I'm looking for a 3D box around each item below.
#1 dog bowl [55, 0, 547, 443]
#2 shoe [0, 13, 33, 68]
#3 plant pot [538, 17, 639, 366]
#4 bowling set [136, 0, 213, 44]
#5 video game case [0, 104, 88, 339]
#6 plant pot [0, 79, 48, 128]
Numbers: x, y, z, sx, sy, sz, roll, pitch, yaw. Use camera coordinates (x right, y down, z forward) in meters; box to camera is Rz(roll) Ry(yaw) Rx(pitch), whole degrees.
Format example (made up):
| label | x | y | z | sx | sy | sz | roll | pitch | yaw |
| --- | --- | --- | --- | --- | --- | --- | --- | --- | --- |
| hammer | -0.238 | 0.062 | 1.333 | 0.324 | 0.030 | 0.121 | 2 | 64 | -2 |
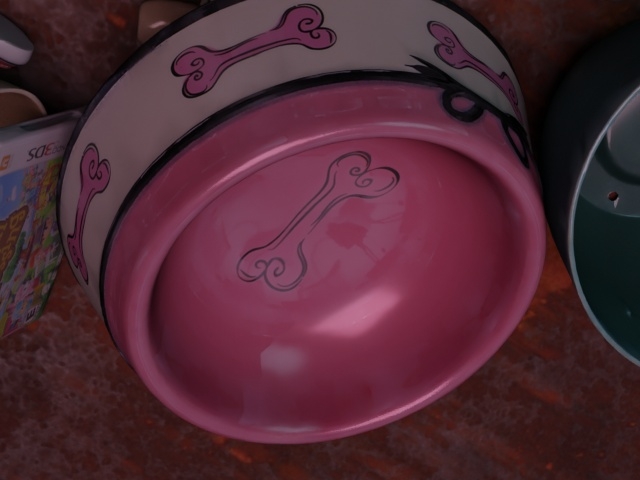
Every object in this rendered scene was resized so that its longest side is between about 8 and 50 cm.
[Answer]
| label | x | y | z | sx | sy | sz | roll | pitch | yaw |
| --- | --- | --- | --- | --- | --- | --- | --- | --- | --- |
| dog bowl | 0.000 | 0.000 | 1.061 | 0.408 | 0.150 | 0.408 | -10 | 133 | -11 |
| shoe | -0.329 | -0.170 | 1.075 | 0.178 | 0.063 | 0.081 | 28 | 108 | -11 |
| plant pot | 0.315 | -0.062 | 1.094 | 0.293 | 0.235 | 0.293 | -2 | 112 | -6 |
| bowling set | -0.054 | -0.243 | 1.005 | 0.154 | 0.200 | 0.287 | 4 | 116 | -9 |
| video game case | -0.253 | -0.004 | 1.085 | 0.023 | 0.193 | 0.212 | 27 | 109 | 11 |
| plant pot | -0.372 | -0.029 | 1.037 | 0.191 | 0.284 | 0.284 | 26 | 109 | 11 |
